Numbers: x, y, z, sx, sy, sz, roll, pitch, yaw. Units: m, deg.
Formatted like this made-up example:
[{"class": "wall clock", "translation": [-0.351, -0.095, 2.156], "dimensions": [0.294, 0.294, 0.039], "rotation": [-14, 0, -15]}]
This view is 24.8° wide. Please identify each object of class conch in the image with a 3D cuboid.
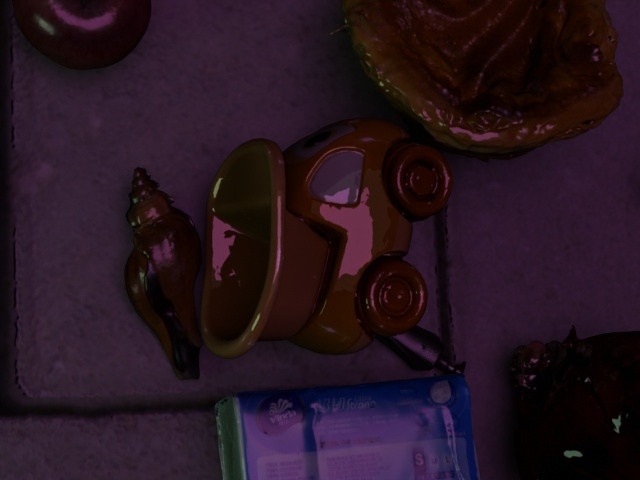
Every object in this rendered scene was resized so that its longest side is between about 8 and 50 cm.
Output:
[{"class": "conch", "translation": [-0.172, 0.036, 1.598], "dimensions": [0.086, 0.080, 0.233], "rotation": [-1, 83, -6]}]

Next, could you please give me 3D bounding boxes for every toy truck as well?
[{"class": "toy truck", "translation": [0.000, 0.000, 1.570], "dimensions": [0.211, 0.204, 0.288], "rotation": [13, 82, -26]}]

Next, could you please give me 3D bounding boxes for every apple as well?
[{"class": "apple", "translation": [-0.261, -0.261, 1.598], "dimensions": [0.153, 0.120, 0.153], "rotation": [4, 75, -14]}]

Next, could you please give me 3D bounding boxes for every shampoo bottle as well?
[{"class": "shampoo bottle", "translation": [0.106, 0.119, 1.683], "dimensions": [0.137, 0.027, 0.048], "rotation": [33, 78, -8]}]

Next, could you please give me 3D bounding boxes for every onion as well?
[{"class": "onion", "translation": [0.341, 0.211, 1.607], "dimensions": [0.221, 0.281, 0.281], "rotation": [-13, 85, -36]}]

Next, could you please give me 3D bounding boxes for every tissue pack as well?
[{"class": "tissue pack", "translation": [0.031, 0.255, 1.583], "dimensions": [0.263, 0.146, 0.198], "rotation": [-4, 81, -14]}]

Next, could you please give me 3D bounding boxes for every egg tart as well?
[{"class": "egg tart", "translation": [0.170, -0.205, 1.644], "dimensions": [0.339, 0.153, 0.352], "rotation": [4, 44, -17]}]
